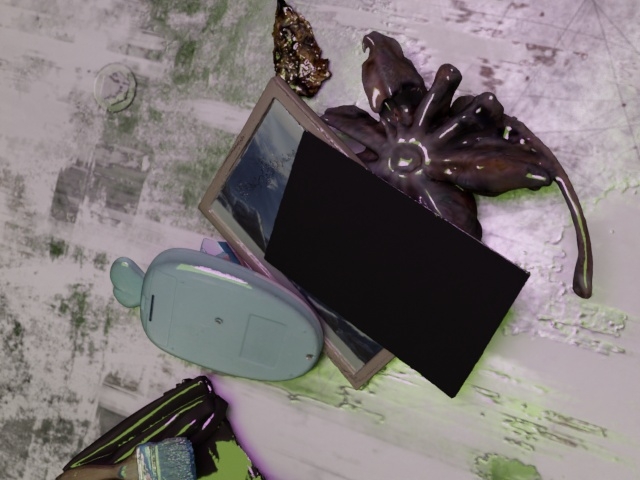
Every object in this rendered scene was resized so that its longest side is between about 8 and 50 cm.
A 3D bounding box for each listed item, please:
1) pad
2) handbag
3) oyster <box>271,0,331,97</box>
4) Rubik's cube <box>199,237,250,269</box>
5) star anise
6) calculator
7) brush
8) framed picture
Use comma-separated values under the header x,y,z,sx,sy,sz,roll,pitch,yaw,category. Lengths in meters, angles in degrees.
x,y,z,sx,sy,sz,roll,pitch,yaw,category
0.069,0.028,0.793,0.299,0.005,0.202,34,128,20,pad
-0.182,0.355,0.931,0.257,0.113,0.285,-37,78,5,handbag
-0.040,-0.253,0.920,0.086,0.029,0.132,-39,81,14,oyster
-0.145,0.046,0.932,0.075,0.073,0.084,36,98,14,Rubik's cube
0.133,-0.079,0.821,0.315,0.139,0.360,-17,90,37,star anise
-0.139,0.100,0.895,0.295,0.042,0.184,18,127,2,calculator
-0.253,0.298,0.884,0.196,0.021,0.070,-10,83,12,brush
0.000,0.000,0.851,0.335,0.022,0.247,48,131,10,framed picture
